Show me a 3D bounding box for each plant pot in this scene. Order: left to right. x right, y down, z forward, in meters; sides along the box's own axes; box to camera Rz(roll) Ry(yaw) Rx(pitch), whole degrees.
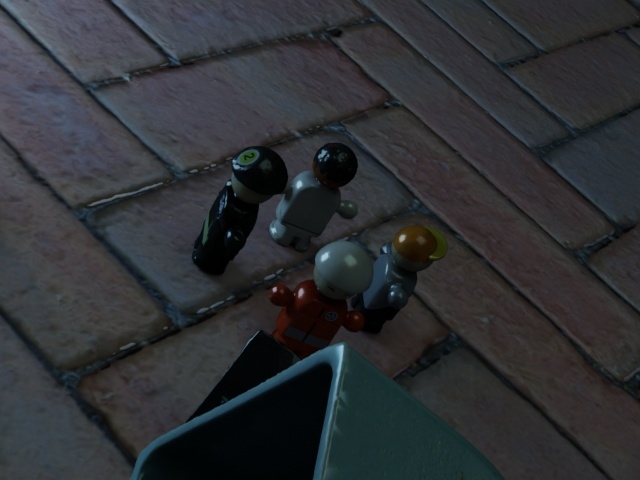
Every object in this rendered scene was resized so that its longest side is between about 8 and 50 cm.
[{"bbox_3d":[0.017,0.261,0.867,0.252,0.248,0.247,32,49,-24],"label":"plant pot"}]

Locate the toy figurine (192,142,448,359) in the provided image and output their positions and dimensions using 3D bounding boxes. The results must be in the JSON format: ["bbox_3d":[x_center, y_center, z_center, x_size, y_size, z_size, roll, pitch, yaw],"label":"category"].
[{"bbox_3d":[0.000,0.000,1.350,0.209,0.148,0.213,-15,55,-49],"label":"toy figurine"}]

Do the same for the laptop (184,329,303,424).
[{"bbox_3d":[-0.034,0.232,1.018,0.234,0.136,0.264,38,77,4],"label":"laptop"}]
